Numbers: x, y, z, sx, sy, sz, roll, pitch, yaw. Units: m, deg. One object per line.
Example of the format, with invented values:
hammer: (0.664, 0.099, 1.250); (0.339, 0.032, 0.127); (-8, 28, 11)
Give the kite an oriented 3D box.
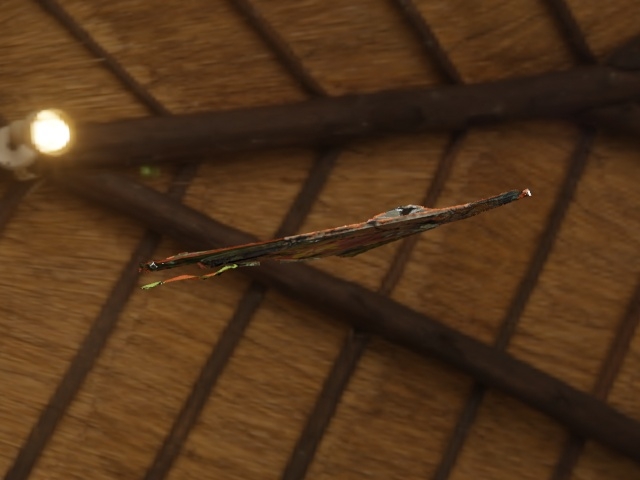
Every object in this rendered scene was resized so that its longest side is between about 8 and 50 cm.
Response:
kite: (0.000, 0.000, 0.442); (0.190, 0.159, 0.010); (1, -106, -70)
